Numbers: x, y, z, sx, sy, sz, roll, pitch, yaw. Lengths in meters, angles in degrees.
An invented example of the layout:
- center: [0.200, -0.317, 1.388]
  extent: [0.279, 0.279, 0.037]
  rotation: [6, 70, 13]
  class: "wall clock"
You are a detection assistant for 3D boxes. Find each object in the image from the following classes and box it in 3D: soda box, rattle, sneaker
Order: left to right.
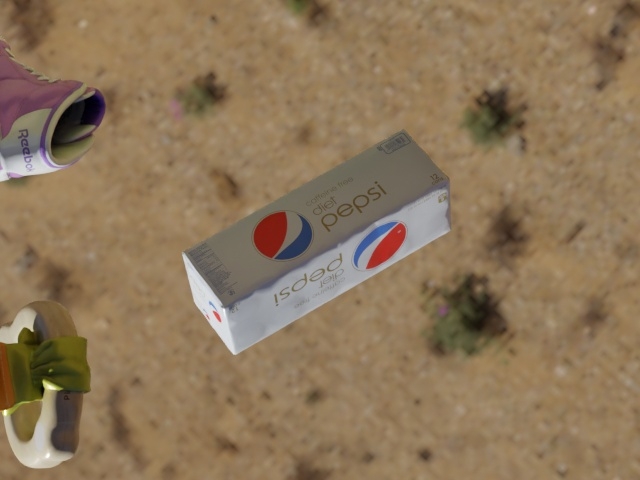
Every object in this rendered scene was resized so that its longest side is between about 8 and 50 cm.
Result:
- center: [-0.260, 0.106, 1.450]
  extent: [0.200, 0.143, 0.130]
  rotation: [22, 124, 60]
  class: "rattle"
- center: [-0.275, -0.124, 1.799]
  extent: [0.161, 0.282, 0.102]
  rotation: [-7, 119, 2]
  class: "sneaker"
- center: [0.000, 0.000, 1.559]
  extent: [0.069, 0.216, 0.074]
  rotation: [52, 163, 32]
  class: "soda box"
